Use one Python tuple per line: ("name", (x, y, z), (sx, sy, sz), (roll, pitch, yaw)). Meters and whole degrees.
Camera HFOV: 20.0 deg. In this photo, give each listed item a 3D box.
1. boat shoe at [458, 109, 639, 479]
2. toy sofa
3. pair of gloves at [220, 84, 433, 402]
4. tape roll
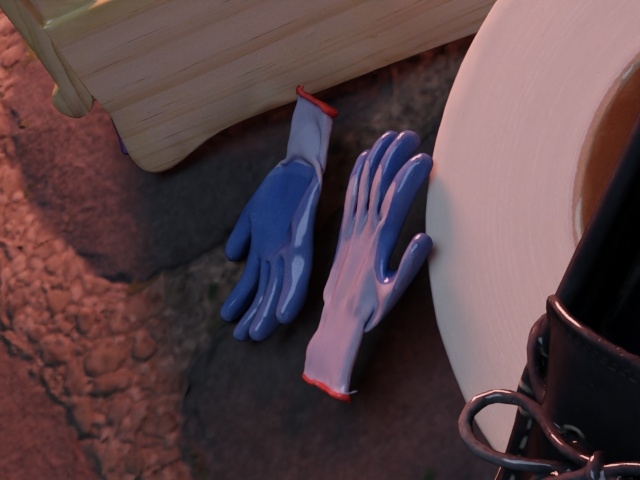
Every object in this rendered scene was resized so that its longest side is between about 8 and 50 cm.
("boat shoe", (0.159, 0.084, 0.793), (0.187, 0.156, 0.500), (28, 100, 33))
("toy sofa", (-0.011, -0.198, 1.126), (0.363, 0.177, 0.150), (-20, 37, 21))
("pair of gloves", (0.000, 0.000, 1.040), (0.198, 0.023, 0.159), (33, 108, 58))
("tape roll", (0.233, -0.015, 0.896), (0.392, 0.072, 0.392), (-7, 77, 33))
